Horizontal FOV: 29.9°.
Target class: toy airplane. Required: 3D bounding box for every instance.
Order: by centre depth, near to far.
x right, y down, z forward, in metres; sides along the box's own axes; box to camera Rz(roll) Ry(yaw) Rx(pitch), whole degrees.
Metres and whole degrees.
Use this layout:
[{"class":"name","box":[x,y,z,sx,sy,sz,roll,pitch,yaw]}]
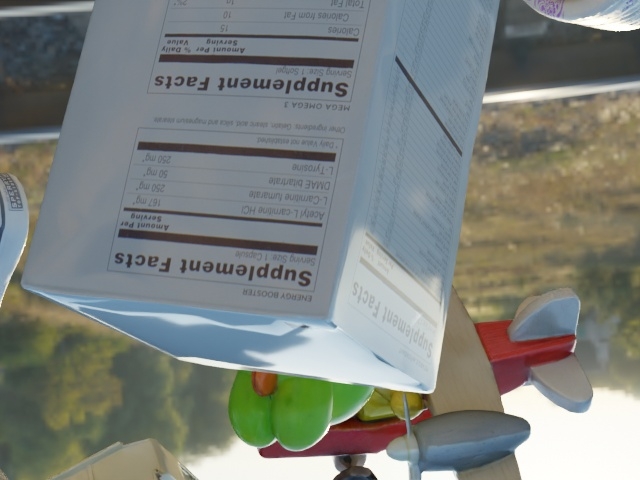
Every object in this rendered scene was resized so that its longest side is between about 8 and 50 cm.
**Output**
[{"class":"toy airplane","box":[0.134,0.136,1.450,0.386,0.384,0.272,12,143,38]}]

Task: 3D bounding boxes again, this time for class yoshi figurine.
[{"class":"yoshi figurine","box":[-0.004,0.007,1.040,0.203,0.362,0.203,20,161,-32]}]

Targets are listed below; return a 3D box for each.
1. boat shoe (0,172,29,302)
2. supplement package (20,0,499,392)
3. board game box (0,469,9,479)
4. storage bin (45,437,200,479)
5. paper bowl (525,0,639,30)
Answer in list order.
[{"class":"boat shoe","box":[-0.370,0.059,1.156,0.102,0.108,0.301,-7,141,-39]},{"class":"supplement package","box":[-0.011,-0.071,0.519,0.134,0.244,0.139,5,164,24]},{"class":"board game box","box":[-0.648,0.313,1.518,0.390,0.390,0.050,-31,154,-36]},{"class":"storage bin","box":[-0.254,0.373,1.419,0.260,0.123,0.262,-28,148,0]},{"class":"paper bowl","box":[0.340,-0.374,1.318,0.148,0.284,0.284,4,170,-30]}]
